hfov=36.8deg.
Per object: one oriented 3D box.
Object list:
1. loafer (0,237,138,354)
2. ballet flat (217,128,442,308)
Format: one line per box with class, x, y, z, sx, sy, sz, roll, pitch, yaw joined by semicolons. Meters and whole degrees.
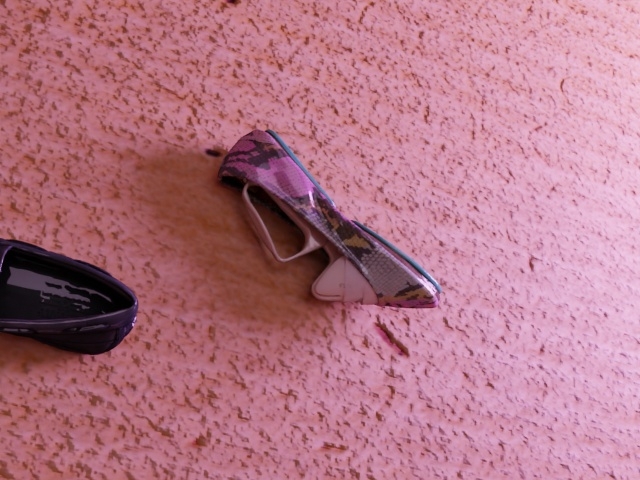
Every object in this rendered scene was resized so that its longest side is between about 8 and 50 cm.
loafer;-0.236;0.026;0.670;0.223;0.078;0.076;16;61;-21
ballet flat;0.000;0.000;0.822;0.221;0.077;0.079;43;73;2
